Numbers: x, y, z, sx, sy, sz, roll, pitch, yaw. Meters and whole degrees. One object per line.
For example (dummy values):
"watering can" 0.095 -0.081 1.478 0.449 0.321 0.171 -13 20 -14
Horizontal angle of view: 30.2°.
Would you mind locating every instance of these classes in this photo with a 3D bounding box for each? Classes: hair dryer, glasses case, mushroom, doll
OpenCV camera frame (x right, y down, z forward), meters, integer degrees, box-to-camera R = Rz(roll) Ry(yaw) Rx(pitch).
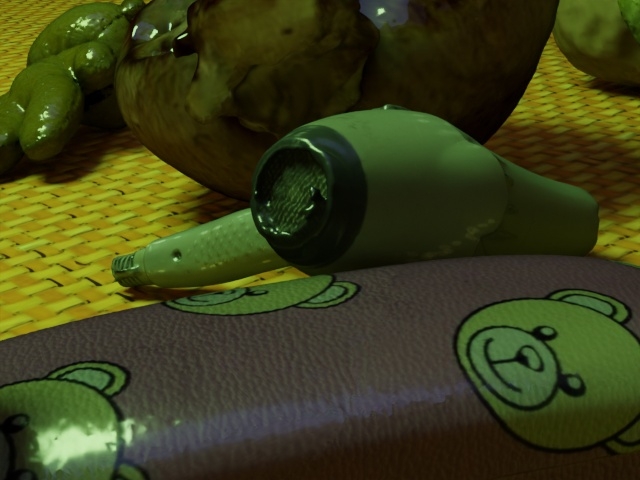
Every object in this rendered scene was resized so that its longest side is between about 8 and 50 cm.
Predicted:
"hair dryer" 0.033 -0.002 0.583 0.219 0.088 0.225 0 -11 -29
"glasses case" -0.003 0.060 0.411 0.316 0.076 0.123 -9 22 -13
"mushroom" 0.007 -0.117 0.709 0.263 0.195 0.283 -2 3 27
"doll" -0.191 -0.103 0.895 0.137 0.097 0.209 -28 25 30

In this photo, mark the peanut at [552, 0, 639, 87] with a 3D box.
"peanut" 0.364 -0.205 0.896 0.387 0.192 0.169 -5 16 21

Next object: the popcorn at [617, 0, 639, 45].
"popcorn" 0.301 -0.138 0.675 0.241 0.235 0.250 -22 -6 22
